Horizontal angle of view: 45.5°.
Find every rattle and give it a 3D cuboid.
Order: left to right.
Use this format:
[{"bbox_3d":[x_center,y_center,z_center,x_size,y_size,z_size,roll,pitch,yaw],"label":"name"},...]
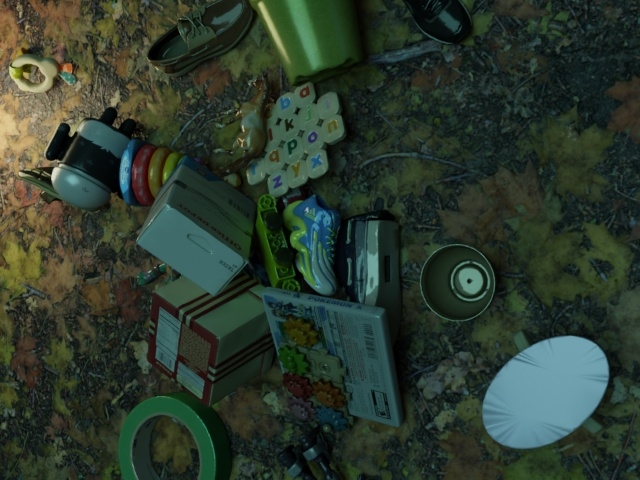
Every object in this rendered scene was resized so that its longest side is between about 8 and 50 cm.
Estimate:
[{"bbox_3d":[-0.806,-0.520,2.267,0.200,0.142,0.130,-12,116,12],"label":"rattle"}]

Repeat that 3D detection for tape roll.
[{"bbox_3d":[-0.386,0.565,2.013,0.321,0.077,0.321,-1,89,27],"label":"tape roll"}]

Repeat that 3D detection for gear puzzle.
[{"bbox_3d":[-0.022,0.311,1.736,0.176,0.044,0.338,12,129,27],"label":"gear puzzle"}]

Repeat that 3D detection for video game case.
[{"bbox_3d":[0.030,0.263,1.723,0.300,0.036,0.328,8,128,29],"label":"video game case"}]

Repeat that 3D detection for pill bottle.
[{"bbox_3d":[-0.061,-0.059,1.846,0.086,0.086,0.151,-24,78,25],"label":"pill bottle"}]

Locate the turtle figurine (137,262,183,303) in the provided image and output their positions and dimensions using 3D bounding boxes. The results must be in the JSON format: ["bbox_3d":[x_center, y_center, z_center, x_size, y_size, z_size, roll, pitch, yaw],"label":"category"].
[{"bbox_3d":[-0.384,0.068,1.995,0.234,0.118,0.175,-45,55,36],"label":"turtle figurine"}]

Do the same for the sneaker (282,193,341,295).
[{"bbox_3d":[0.000,0.000,1.710,0.126,0.091,0.240,-37,67,28],"label":"sneaker"}]

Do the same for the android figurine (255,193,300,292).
[{"bbox_3d":[-0.104,0.022,1.785,0.056,0.273,0.248,-15,79,-9],"label":"android figurine"}]

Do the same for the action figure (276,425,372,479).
[{"bbox_3d":[0.027,0.587,1.793,0.185,0.099,0.285,-39,77,14],"label":"action figure"}]

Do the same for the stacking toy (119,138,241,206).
[{"bbox_3d":[-0.350,-0.162,1.979,0.302,0.166,0.175,6,91,13],"label":"stacking toy"}]

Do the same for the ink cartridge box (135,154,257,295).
[{"bbox_3d":[-0.282,-0.042,1.798,0.223,0.307,0.129,37,111,-17],"label":"ink cartridge box"}]

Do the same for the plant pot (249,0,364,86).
[{"bbox_3d":[-0.019,-0.500,1.751,0.276,0.276,0.253,-16,93,26],"label":"plant pot"}]

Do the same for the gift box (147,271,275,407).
[{"bbox_3d":[-0.255,0.220,1.852,0.255,0.258,0.276,35,129,24],"label":"gift box"}]

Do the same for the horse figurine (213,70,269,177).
[{"bbox_3d":[-0.190,-0.271,1.888,0.175,0.066,0.263,-17,58,34],"label":"horse figurine"}]

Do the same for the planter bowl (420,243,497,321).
[{"bbox_3d":[0.308,0.088,1.641,0.162,0.109,0.162,0,90,27],"label":"planter bowl"}]

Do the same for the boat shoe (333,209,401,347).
[{"bbox_3d":[0.091,0.101,1.760,0.158,0.127,0.340,1,86,38],"label":"boat shoe"}]

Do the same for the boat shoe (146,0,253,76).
[{"bbox_3d":[-0.312,-0.529,1.963,0.324,0.116,0.123,-32,76,23],"label":"boat shoe"}]

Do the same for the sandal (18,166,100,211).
[{"bbox_3d":[-0.758,-0.137,2.194,0.303,0.120,0.086,28,116,24],"label":"sandal"}]

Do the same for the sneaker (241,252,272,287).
[{"bbox_3d":[-0.144,0.089,1.906,0.144,0.053,0.059,43,106,20],"label":"sneaker"}]

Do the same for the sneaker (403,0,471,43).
[{"bbox_3d":[0.213,-0.547,1.688,0.107,0.124,0.283,-45,71,20],"label":"sneaker"}]

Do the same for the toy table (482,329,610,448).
[{"bbox_3d":[0.460,0.292,1.532,0.274,0.161,0.252,-33,75,22],"label":"toy table"}]

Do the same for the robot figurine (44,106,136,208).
[{"bbox_3d":[-0.604,-0.219,2.059,0.209,0.173,0.278,21,77,18],"label":"robot figurine"}]

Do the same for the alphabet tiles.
[{"bbox_3d":[-0.065,-0.242,1.841,0.284,0.021,0.277,-26,57,25],"label":"alphabet tiles"}]
